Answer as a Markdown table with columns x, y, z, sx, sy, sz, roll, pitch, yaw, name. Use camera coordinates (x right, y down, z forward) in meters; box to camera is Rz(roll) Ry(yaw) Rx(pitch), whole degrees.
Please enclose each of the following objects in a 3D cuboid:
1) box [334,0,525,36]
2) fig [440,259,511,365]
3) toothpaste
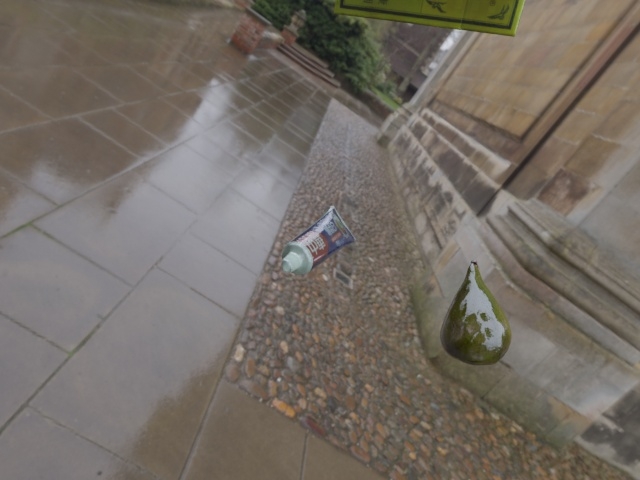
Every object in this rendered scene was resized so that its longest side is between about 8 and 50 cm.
| x | y | z | sx | sy | sz | roll | pitch | yaw | name |
| --- | --- | --- | --- | --- | --- | --- | --- | --- | --- |
| 0.134 | -0.326 | 0.564 | 0.219 | 0.141 | 0.064 | 9 | 28 | 5 | box |
| 0.296 | 0.139 | 0.888 | 0.126 | 0.185 | 0.133 | 26 | -3 | 27 | fig |
| 0.000 | 0.000 | 0.364 | 0.037 | 0.021 | 0.140 | 56 | 23 | -1 | toothpaste |
